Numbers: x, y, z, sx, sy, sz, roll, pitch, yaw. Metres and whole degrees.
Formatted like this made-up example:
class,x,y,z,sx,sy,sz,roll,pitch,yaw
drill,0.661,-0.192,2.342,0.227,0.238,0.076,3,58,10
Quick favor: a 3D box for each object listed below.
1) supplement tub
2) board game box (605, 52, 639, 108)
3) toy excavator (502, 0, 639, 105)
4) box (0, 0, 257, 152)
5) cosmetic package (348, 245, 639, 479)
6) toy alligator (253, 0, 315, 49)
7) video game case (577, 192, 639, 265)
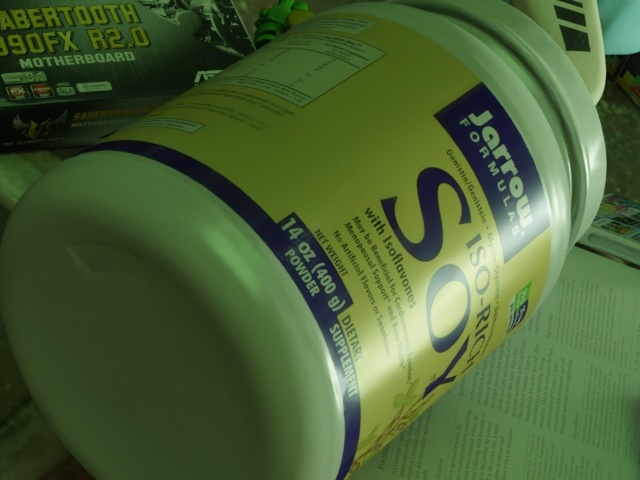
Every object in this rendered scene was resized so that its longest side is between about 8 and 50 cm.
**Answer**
class,x,y,z,sx,sy,sz,roll,pitch,yaw
supplement tub,0.000,0.000,1.032,0.241,0.241,0.331,42,49,14
board game box,0.307,-0.211,1.608,0.141,0.048,0.170,-17,60,-35
toy excavator,0.212,-0.230,1.432,0.433,0.222,0.445,0,60,-20
box,-0.175,-0.161,1.349,0.231,0.056,0.183,-6,55,-28
cosmetic package,0.090,0.139,1.179,0.284,0.097,0.377,22,46,-7
toy alligator,-0.033,-0.169,1.417,0.051,0.056,0.189,7,49,-18
video game case,0.267,0.000,1.357,0.143,0.019,0.157,22,16,24
